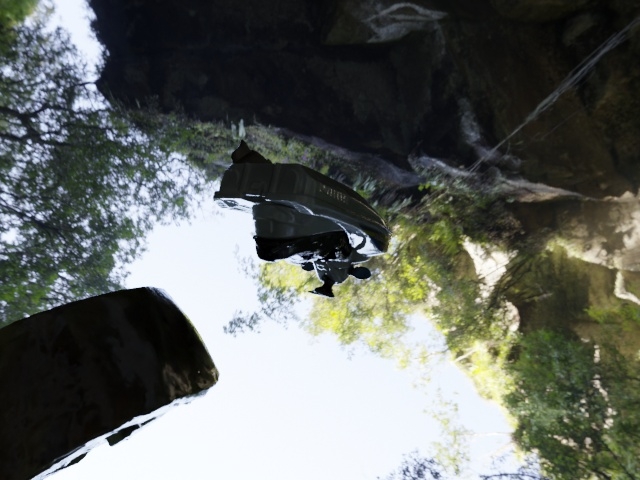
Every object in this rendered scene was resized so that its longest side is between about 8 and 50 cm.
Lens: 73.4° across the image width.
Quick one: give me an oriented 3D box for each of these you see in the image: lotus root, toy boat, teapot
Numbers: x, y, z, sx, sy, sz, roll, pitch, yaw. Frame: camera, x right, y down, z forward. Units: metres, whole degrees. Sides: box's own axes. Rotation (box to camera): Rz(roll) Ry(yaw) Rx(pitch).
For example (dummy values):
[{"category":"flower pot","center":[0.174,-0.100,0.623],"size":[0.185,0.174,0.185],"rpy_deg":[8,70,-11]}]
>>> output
[{"category":"lotus root","center":[-0.183,0.116,0.386],"size":[0.138,0.235,0.119],"rpy_deg":[-29,-98,6]},{"category":"toy boat","center":[-0.001,-0.007,0.532],"size":[0.141,0.269,0.141],"rpy_deg":[-13,-118,25]},{"category":"teapot","center":[-0.093,-0.097,0.610],"size":[0.080,0.110,0.085],"rpy_deg":[-45,-60,-22]}]
